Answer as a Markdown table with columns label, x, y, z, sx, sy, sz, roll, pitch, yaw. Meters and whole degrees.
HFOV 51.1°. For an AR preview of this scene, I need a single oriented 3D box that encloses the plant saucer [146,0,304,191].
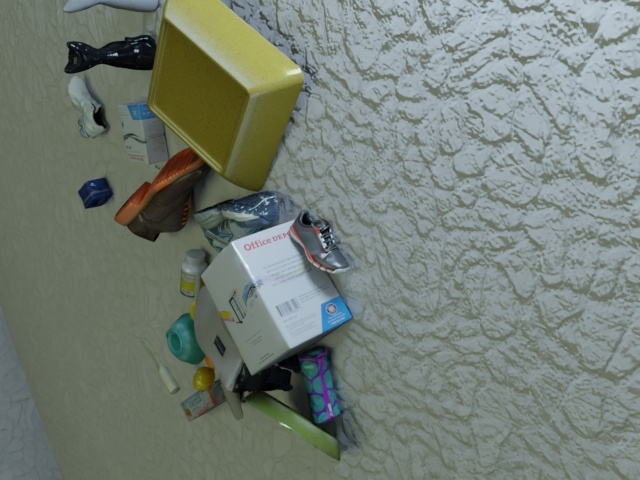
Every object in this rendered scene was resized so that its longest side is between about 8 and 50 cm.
| label | x | y | z | sx | sy | sz | roll | pitch | yaw |
| --- | --- | --- | --- | --- | --- | --- | --- | --- | --- |
| plant saucer | -0.217 | -0.285 | 1.304 | 0.333 | 0.081 | 0.333 | 42 | 139 | 12 |

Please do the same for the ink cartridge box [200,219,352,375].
| label | x | y | z | sx | sy | sz | roll | pitch | yaw |
| --- | --- | --- | --- | --- | --- | --- | --- | --- | --- |
| ink cartridge box | -0.092 | 0.111 | 1.328 | 0.168 | 0.171 | 0.233 | -42 | 73 | 48 |

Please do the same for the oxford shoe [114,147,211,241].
| label | x | y | z | sx | sy | sz | roll | pitch | yaw |
| --- | --- | --- | --- | --- | --- | --- | --- | --- | --- |
| oxford shoe | -0.345 | -0.106 | 1.588 | 0.133 | 0.130 | 0.363 | 43 | 136 | -19 |

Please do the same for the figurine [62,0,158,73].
| label | x | y | z | sx | sy | sz | roll | pitch | yaw |
| --- | --- | --- | --- | --- | --- | --- | --- | --- | --- |
| figurine | -0.467 | -0.475 | 1.471 | 0.092 | 0.209 | 0.215 | 32 | 127 | 35 |

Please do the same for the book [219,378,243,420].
| label | x | y | z | sx | sy | sz | roll | pitch | yaw |
| --- | --- | --- | --- | --- | --- | --- | --- | --- | --- |
| book | -0.220 | 0.377 | 1.640 | 0.144 | 0.035 | 0.096 | -176 | 67 | -77 |

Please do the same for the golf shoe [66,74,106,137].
| label | x | y | z | sx | sy | sz | roll | pitch | yaw |
| --- | --- | --- | --- | --- | --- | --- | --- | --- | --- |
| golf shoe | -0.627 | -0.370 | 1.820 | 0.086 | 0.069 | 0.176 | -13 | 100 | 29 |

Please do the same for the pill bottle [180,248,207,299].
| label | x | y | z | sx | sy | sz | roll | pitch | yaw |
| --- | --- | --- | --- | --- | --- | --- | --- | --- | --- |
| pill bottle | -0.309 | 0.082 | 1.638 | 0.065 | 0.065 | 0.116 | 34 | 128 | 34 |

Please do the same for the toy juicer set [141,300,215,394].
| label | x | y | z | sx | sy | sz | roll | pitch | yaw |
| --- | --- | --- | --- | --- | --- | --- | --- | --- | --- |
| toy juicer set | -0.328 | 0.289 | 1.717 | 0.329 | 0.089 | 0.209 | -35 | 72 | 40 |

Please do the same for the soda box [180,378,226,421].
| label | x | y | z | sx | sy | sz | roll | pitch | yaw |
| --- | --- | --- | --- | --- | --- | --- | --- | --- | --- |
| soda box | -0.304 | 0.423 | 1.774 | 0.183 | 0.063 | 0.058 | -39 | 76 | 48 |

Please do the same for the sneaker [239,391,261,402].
| label | x | y | z | sx | sy | sz | roll | pitch | yaw |
| --- | --- | --- | --- | --- | --- | --- | --- | --- | --- |
| sneaker | -0.165 | 0.324 | 1.580 | 0.071 | 0.068 | 0.170 | 59 | 140 | 21 |

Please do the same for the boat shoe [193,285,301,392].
| label | x | y | z | sx | sy | sz | roll | pitch | yaw |
| --- | --- | --- | --- | --- | --- | --- | --- | --- | --- |
| boat shoe | -0.169 | 0.222 | 1.495 | 0.127 | 0.158 | 0.340 | -64 | 34 | 19 |

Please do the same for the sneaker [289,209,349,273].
| label | x | y | z | sx | sy | sz | roll | pitch | yaw |
| --- | --- | --- | --- | --- | --- | --- | --- | --- | --- |
| sneaker | 0.000 | 0.000 | 1.270 | 0.158 | 0.061 | 0.065 | 43 | 127 | 27 |

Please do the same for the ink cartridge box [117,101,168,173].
| label | x | y | z | sx | sy | sz | roll | pitch | yaw |
| --- | --- | --- | --- | --- | --- | --- | --- | --- | --- |
| ink cartridge box | -0.431 | -0.246 | 1.641 | 0.104 | 0.060 | 0.180 | 11 | 113 | 45 |

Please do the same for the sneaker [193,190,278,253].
| label | x | y | z | sx | sy | sz | roll | pitch | yaw |
| --- | --- | --- | --- | --- | --- | --- | --- | --- | --- |
| sneaker | -0.160 | -0.028 | 1.414 | 0.283 | 0.110 | 0.122 | -3 | 111 | 57 |

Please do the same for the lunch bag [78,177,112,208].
| label | x | y | z | sx | sy | sz | roll | pitch | yaw |
| --- | --- | --- | --- | --- | --- | --- | --- | --- | --- |
| lunch bag | -0.642 | -0.132 | 1.916 | 0.098 | 0.067 | 0.065 | -31 | 83 | 48 |

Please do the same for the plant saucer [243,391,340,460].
| label | x | y | z | sx | sy | sz | roll | pitch | yaw |
| --- | --- | --- | --- | --- | --- | --- | --- | --- | --- |
| plant saucer | -0.052 | 0.382 | 1.410 | 0.241 | 0.037 | 0.241 | 31 | 169 | 7 |

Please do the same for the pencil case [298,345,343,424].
| label | x | y | z | sx | sy | sz | roll | pitch | yaw |
| --- | --- | --- | --- | --- | --- | --- | --- | --- | --- |
| pencil case | -0.001 | 0.299 | 1.387 | 0.070 | 0.064 | 0.152 | 6 | 111 | 63 |
